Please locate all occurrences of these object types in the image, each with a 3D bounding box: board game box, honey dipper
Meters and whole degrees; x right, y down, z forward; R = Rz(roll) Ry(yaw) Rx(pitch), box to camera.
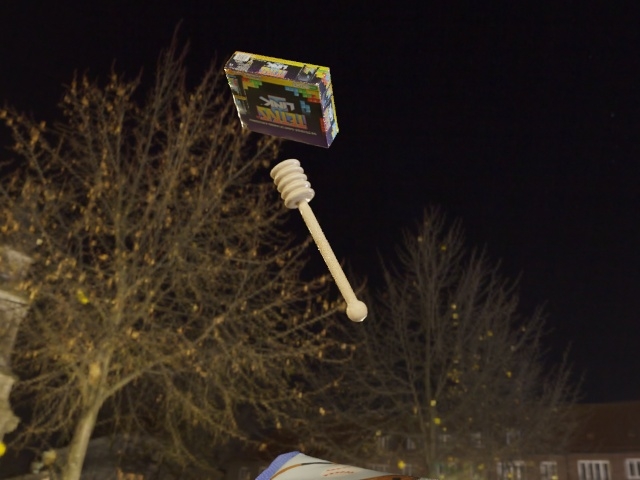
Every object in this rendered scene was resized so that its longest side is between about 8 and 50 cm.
[{"bbox_3d":[-0.063,-0.234,1.109,0.170,0.048,0.141,15,-33,20],"label":"board game box"},{"bbox_3d":[0.000,0.000,0.593,0.030,0.161,0.030,-23,-19,-9],"label":"honey dipper"}]

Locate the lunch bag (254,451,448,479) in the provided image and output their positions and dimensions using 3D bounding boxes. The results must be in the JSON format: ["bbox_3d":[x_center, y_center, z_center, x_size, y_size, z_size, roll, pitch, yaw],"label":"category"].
[{"bbox_3d":[-0.020,0.303,0.316,0.239,0.385,0.328,52,-29,-7],"label":"lunch bag"}]
